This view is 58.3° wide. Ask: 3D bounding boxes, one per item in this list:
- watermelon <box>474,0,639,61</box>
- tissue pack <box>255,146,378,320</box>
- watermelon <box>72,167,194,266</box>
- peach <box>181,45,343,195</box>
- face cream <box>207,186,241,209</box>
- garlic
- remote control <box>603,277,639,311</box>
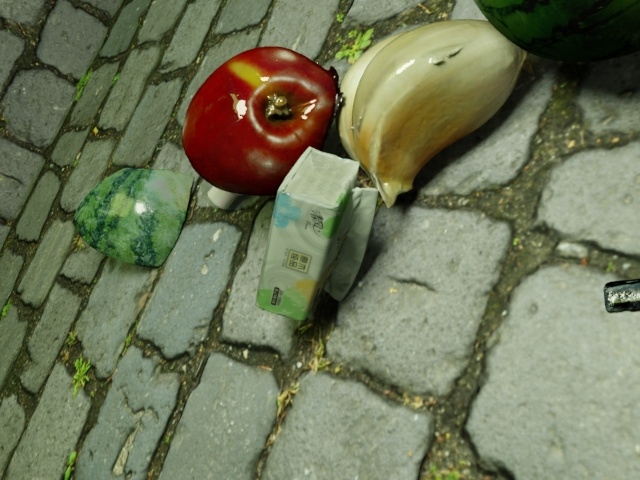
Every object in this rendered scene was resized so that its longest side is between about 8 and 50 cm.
[{"bbox_3d":[0.327,-0.387,0.683,0.363,0.363,0.363,-22,55,34],"label":"watermelon"},{"bbox_3d":[0.000,0.000,0.904,0.159,0.145,0.229,-64,-9,-54],"label":"tissue pack"},{"bbox_3d":[-0.445,-0.068,1.419,0.260,0.256,0.176,-51,-2,21],"label":"watermelon"},{"bbox_3d":[-0.139,-0.212,1.019,0.361,0.201,0.258,14,94,58],"label":"peach"},{"bbox_3d":[-0.142,-0.177,1.237,0.269,0.082,0.082,-47,44,14],"label":"face cream"},{"bbox_3d":[0.155,-0.229,0.918,0.249,0.286,0.313,38,106,3],"label":"garlic"},{"bbox_3d":[0.378,0.060,0.663,0.096,0.014,0.039,-13,60,40],"label":"remote control"}]
